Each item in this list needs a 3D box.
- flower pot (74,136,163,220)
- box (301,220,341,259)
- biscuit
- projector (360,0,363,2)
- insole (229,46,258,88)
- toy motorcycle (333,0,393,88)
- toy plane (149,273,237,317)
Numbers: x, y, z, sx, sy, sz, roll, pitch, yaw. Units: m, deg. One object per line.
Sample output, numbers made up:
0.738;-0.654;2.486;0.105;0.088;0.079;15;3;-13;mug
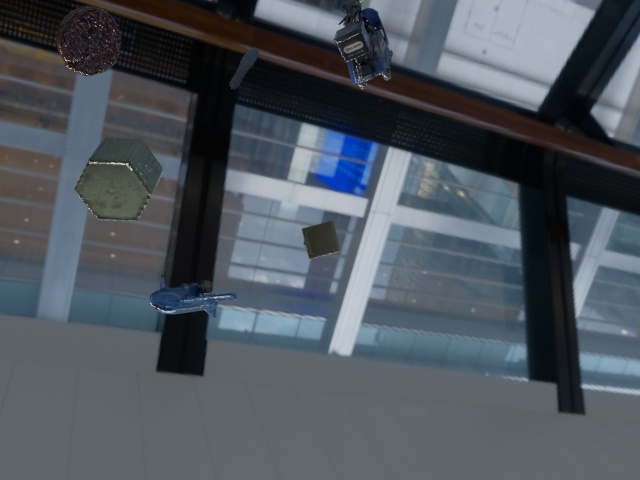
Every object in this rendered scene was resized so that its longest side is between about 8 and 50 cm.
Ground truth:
-0.626;-0.192;1.891;0.209;0.239;0.189;-23;-152;11;flower pot
0.000;0.000;1.471;0.083;0.079;0.035;-14;177;9;box
-0.627;-0.540;1.638;0.049;0.192;0.192;25;-164;25;biscuit
0.154;-0.929;1.988;0.177;0.163;0.242;46;-137;-23;projector
-0.220;-0.495;1.732;0.045;0.135;0.002;22;-166;-50;insole
0.128;-0.584;1.749;0.125;0.212;0.358;-17;-147;20;toy motorcycle
-0.366;0.160;1.663;0.254;0.105;0.271;-12;160;29;toy plane
